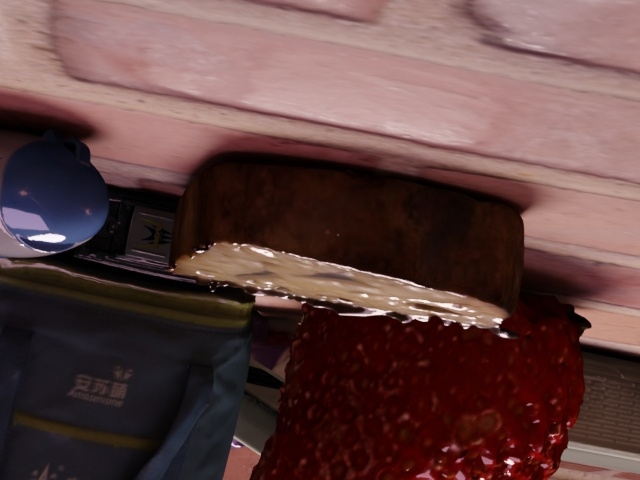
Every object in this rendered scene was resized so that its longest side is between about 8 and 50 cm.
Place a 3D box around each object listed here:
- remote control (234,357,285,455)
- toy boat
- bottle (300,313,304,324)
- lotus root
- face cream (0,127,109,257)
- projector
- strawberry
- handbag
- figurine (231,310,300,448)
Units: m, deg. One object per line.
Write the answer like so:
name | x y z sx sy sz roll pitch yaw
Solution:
remote control | -0.114 0.109 1.735 0.344 0.050 0.145 29 -175 34
toy boat | -0.103 0.000 1.398 0.141 0.055 0.060 12 177 -14
bottle | 0.090 0.097 1.790 0.217 0.060 0.060 6 170 13
lotus root | 0.000 0.000 1.238 0.261 0.074 0.170 8 170 19
face cream | -0.247 -0.032 1.264 0.264 0.083 0.149 2 172 36
projector | 0.275 0.166 1.897 0.257 0.099 0.192 11 170 -14
strawberry | 0.076 0.141 1.514 0.261 0.257 0.261 9 162 3
handbag | -0.191 0.117 1.481 0.263 0.241 0.222 10 -169 -15
figurine | -0.071 0.142 1.916 0.421 0.154 0.193 9 172 12
